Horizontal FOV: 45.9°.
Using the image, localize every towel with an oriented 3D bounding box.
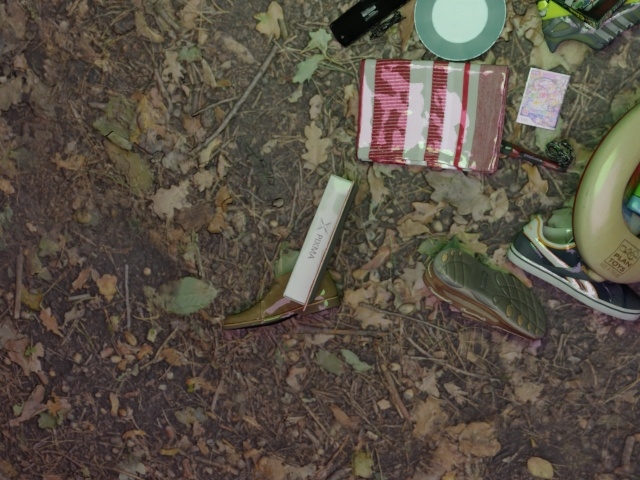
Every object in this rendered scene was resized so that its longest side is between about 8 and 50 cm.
[{"bbox_3d":[0.242,-0.281,1.688,0.329,0.037,0.237,7,105,16],"label":"towel"}]

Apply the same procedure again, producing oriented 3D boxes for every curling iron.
[{"bbox_3d":[0.432,-0.214,1.687,0.274,0.035,0.068,15,87,13],"label":"curling iron"}]

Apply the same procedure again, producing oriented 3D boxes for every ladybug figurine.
[{"bbox_3d":[0.669,-0.116,1.556,0.305,0.162,0.449,33,93,-18],"label":"ladybug figurine"}]

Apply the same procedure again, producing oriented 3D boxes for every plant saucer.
[{"bbox_3d":[0.301,-0.489,1.634,0.195,0.037,0.194,3,107,11],"label":"plant saucer"}]

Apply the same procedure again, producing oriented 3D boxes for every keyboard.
[{"bbox_3d":[0.120,-0.495,1.681,0.192,0.038,0.100,-32,73,19],"label":"keyboard"}]

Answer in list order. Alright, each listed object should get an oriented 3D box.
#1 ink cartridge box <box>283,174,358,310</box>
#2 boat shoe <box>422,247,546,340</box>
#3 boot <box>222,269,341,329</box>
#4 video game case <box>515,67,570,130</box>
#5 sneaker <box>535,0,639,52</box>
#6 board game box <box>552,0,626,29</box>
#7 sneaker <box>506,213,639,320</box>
[{"bbox_3d":[0.000,0.000,1.679,0.066,0.261,0.296,22,92,5],"label":"ink cartridge box"},{"bbox_3d":[0.381,0.133,1.762,0.324,0.123,0.116,35,143,-8],"label":"boat shoe"},{"bbox_3d":[-0.107,0.149,1.876,0.305,0.112,0.115,-17,85,9],"label":"boot"},{"bbox_3d":[0.488,-0.310,1.658,0.087,0.011,0.122,14,108,8],"label":"video game case"},{"bbox_3d":[0.601,-0.458,1.555,0.300,0.111,0.121,-1,114,18],"label":"sneaker"},{"bbox_3d":[0.583,-0.544,1.490,0.260,0.030,0.136,-44,63,-1],"label":"board game box"},{"bbox_3d":[0.587,0.057,1.678,0.321,0.126,0.127,28,115,5],"label":"sneaker"}]
